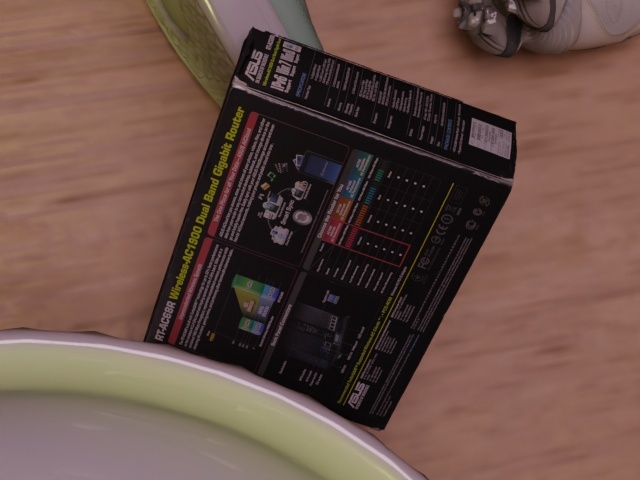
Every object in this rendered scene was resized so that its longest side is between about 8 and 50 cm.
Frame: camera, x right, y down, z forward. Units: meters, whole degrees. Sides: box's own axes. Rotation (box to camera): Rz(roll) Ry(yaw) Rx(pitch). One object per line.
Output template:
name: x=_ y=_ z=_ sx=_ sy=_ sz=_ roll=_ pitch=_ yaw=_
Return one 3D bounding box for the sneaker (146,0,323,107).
sneaker: x=-0.013 y=-0.170 z=0.500 sx=0.151 sy=0.094 sz=0.256 roll=-21 pitch=86 yaw=-13

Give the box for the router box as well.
router box: x=0.000 y=0.000 z=0.466 sx=0.092 sy=0.122 sz=0.038 roll=19 pitch=39 yaw=-6

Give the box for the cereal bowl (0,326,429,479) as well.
cereal bowl: x=-0.089 y=0.197 z=0.410 sx=0.339 sy=0.141 sz=0.339 roll=1 pitch=82 yaw=-8

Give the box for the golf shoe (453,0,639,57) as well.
golf shoe: x=0.089 y=-0.155 z=0.536 sx=0.086 sy=0.069 sz=0.176 roll=0 pitch=84 yaw=-28
